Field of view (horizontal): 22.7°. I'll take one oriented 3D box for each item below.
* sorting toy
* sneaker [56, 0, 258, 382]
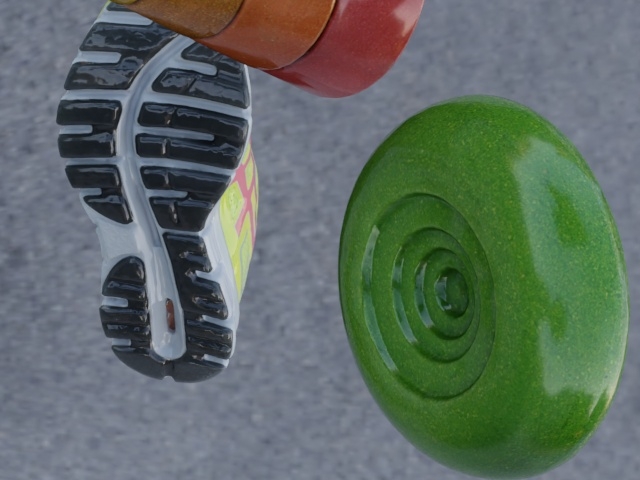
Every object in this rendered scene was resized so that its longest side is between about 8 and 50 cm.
[{"bbox_3d":[0.000,0.000,0.503,0.126,0.127,0.365,-7,63,-35],"label":"sorting toy"},{"bbox_3d":[-0.065,-0.040,0.718,0.094,0.081,0.208,-74,172,-52],"label":"sneaker"}]
